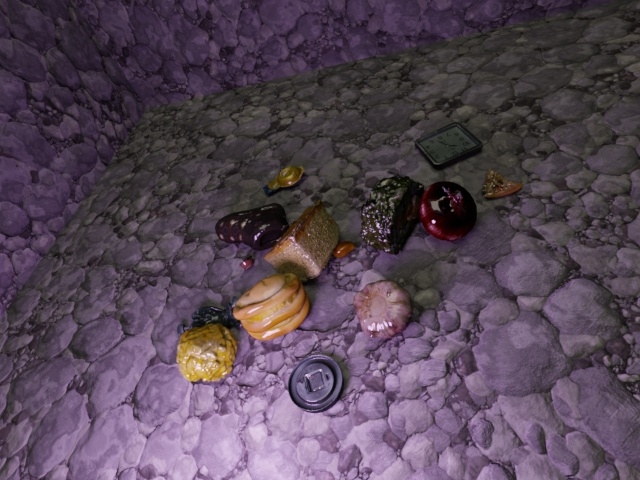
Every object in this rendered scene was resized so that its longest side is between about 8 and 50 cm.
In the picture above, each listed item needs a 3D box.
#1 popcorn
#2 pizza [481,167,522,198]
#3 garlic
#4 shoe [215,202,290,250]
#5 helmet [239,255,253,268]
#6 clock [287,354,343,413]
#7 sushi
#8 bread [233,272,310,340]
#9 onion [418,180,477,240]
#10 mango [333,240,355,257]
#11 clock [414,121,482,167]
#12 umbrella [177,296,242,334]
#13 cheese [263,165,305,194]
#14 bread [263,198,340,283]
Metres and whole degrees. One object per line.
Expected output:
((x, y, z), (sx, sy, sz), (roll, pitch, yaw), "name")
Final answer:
((-0.463, 0.466, 1.674), (0.249, 0.225, 0.249), (-4, 34, 3), "popcorn")
((0.833, -0.282, 1.915), (0.185, 0.052, 0.195), (-16, 46, 4), "pizza")
((0.249, 0.271, 1.596), (0.245, 0.160, 0.245), (-11, 65, 25), "garlic")
((-0.351, -0.046, 2.097), (0.384, 0.171, 0.237), (-15, 42, -2), "shoe")
((-0.362, 0.116, 2.044), (0.065, 0.049, 0.084), (-33, 7, 37), "helmet")
((-0.016, 0.540, 1.533), (0.215, 0.042, 0.215), (-12, 47, 13), "clock")
((0.320, -0.130, 1.821), (0.178, 0.294, 0.352), (20, 57, 30), "sushi")
((-0.192, 0.279, 1.694), (0.315, 0.270, 0.211), (-29, 60, -12), "bread")
((0.560, -0.144, 1.755), (0.273, 0.285, 0.273), (3, 65, -7), "onion")
((0.111, 0.039, 1.914), (0.114, 0.060, 0.080), (-26, 30, 1), "mango")
((0.680, -0.511, 2.179), (0.273, 0.049, 0.279), (-24, 46, 2), "clock")
((-0.499, 0.363, 1.850), (0.349, 0.094, 0.143), (-15, 42, 11), "umbrella")
((-0.217, -0.359, 2.392), (0.270, 0.069, 0.177), (-30, 45, -1), "cheese")
((-0.080, 0.015, 1.888), (0.279, 0.248, 0.315), (-34, 15, 34), "bread")
